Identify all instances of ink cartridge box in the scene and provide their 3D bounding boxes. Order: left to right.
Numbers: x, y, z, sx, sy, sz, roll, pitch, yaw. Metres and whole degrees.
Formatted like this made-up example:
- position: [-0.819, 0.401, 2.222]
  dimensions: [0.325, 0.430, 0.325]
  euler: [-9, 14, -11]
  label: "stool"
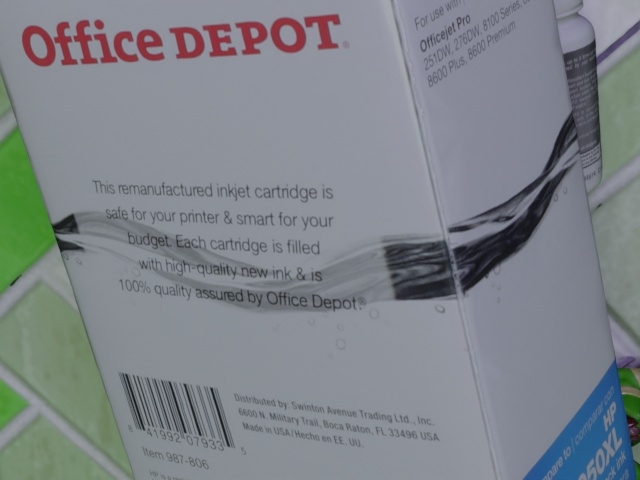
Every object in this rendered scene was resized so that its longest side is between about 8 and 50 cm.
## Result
- position: [0.000, 0.000, 0.787]
  dimensions: [0.285, 0.166, 0.395]
  euler: [3, 117, 37]
  label: "ink cartridge box"

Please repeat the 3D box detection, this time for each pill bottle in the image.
- position: [0.134, -0.098, 0.838]
  dimensions: [0.078, 0.078, 0.137]
  euler: [-5, 112, 7]
  label: "pill bottle"

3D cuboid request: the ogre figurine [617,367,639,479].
- position: [0.186, 0.150, 0.907]
  dimensions: [0.197, 0.118, 0.097]
  euler: [-10, 137, 6]
  label: "ogre figurine"
